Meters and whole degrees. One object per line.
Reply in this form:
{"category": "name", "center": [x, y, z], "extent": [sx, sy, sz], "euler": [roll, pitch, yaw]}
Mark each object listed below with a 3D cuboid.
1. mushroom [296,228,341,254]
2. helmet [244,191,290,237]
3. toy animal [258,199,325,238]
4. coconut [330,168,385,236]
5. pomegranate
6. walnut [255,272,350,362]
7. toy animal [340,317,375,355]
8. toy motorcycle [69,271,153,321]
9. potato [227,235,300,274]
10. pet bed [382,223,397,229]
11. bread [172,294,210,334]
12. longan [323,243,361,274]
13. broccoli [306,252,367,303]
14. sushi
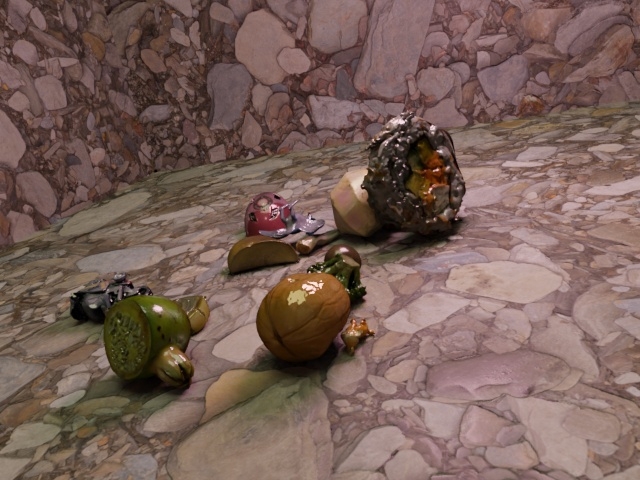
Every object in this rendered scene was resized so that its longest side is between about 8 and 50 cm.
{"category": "mushroom", "center": [-0.002, -0.001, 1.717], "extent": [0.059, 0.054, 0.202], "euler": [14, 26, 39]}
{"category": "helmet", "center": [-0.207, -0.105, 1.961], "extent": [0.198, 0.154, 0.253], "euler": [-10, 15, 2]}
{"category": "toy animal", "center": [-0.076, -0.050, 1.735], "extent": [0.239, 0.176, 0.255], "euler": [-11, 29, 31]}
{"category": "coconut", "center": [0.129, -0.122, 1.709], "extent": [0.237, 0.197, 0.237], "euler": [-44, 27, 29]}
{"category": "pomegranate", "center": [-0.360, 0.218, 1.139], "extent": [0.241, 0.189, 0.159], "euler": [2, 0, 36]}
{"category": "walnut", "center": [-0.036, 0.161, 1.104], "extent": [0.193, 0.193, 0.226], "euler": [3, 26, 35]}
{"category": "toy animal", "center": [0.082, 0.211, 1.105], "extent": [0.081, 0.060, 0.083], "euler": [24, 20, -8]}
{"category": "toy motorcycle", "center": [-0.642, 0.182, 1.507], "extent": [0.307, 0.108, 0.173], "euler": [4, 34, 34]}
{"category": "potato", "center": [-0.191, 0.030, 1.666], "extent": [0.243, 0.098, 0.138], "euler": [-10, 18, 1]}
{"category": "pet bed", "center": [0.294, -0.088, 1.774], "extent": [0.201, 0.053, 0.201], "euler": [-15, 20, 6]}
{"category": "bread", "center": [-0.359, 0.199, 1.346], "extent": [0.118, 0.064, 0.156], "euler": [-15, 19, -5]}
{"category": "longan", "center": [0.065, 0.061, 1.447], "extent": [0.113, 0.092, 0.113], "euler": [11, 29, -6]}
{"category": "broccoli", "center": [0.043, 0.106, 1.296], "extent": [0.162, 0.138, 0.146], "euler": [35, 24, 7]}
{"category": "sushi", "center": [0.296, -0.206, 1.601], "extent": [0.417, 0.417, 0.176], "euler": [-29, 9, -39]}
